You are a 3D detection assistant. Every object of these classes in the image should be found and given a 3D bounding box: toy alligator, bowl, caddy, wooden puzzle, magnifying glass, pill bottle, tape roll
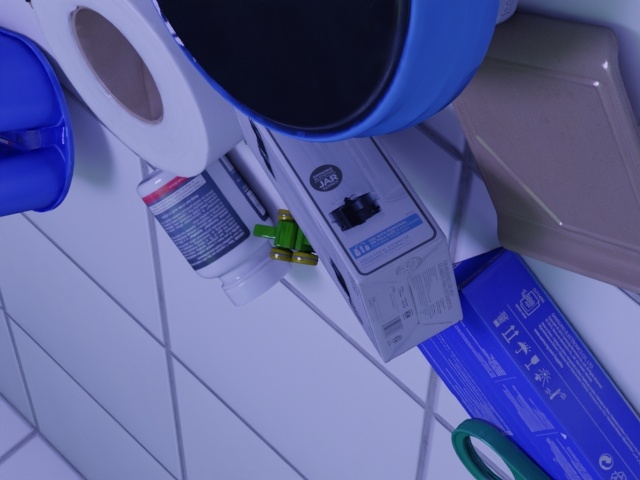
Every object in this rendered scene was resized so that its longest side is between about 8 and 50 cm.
[{"bbox_3d":[0.000,0.000,1.879,0.051,0.056,0.190,11,178,-40],"label":"toy alligator"},{"bbox_3d":[-0.029,-0.253,1.302,0.391,0.077,0.391,34,138,37],"label":"bowl"},{"bbox_3d":[-0.448,-0.161,2.299,0.341,0.179,0.241,25,122,46],"label":"caddy"},{"bbox_3d":[0.194,-0.079,1.410,0.221,0.044,0.238,20,138,51],"label":"wooden puzzle"},{"bbox_3d":[0.215,0.244,1.686,0.231,0.026,0.092,31,150,42],"label":"magnifying glass"},{"bbox_3d":[-0.118,-0.019,1.981,0.180,0.108,0.108,55,157,-9],"label":"pill bottle"},{"bbox_3d":[-0.179,-0.209,1.818,0.286,0.100,0.286,41,156,23],"label":"tape roll"}]

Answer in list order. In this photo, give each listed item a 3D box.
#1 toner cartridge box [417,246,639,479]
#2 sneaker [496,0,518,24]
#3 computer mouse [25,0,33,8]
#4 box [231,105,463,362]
[{"bbox_3d":[0.225,0.172,1.684,0.348,0.075,0.165,53,158,-6],"label":"toner cartridge box"},{"bbox_3d":[0.043,-0.202,1.403,0.258,0.091,0.094,3,106,54],"label":"sneaker"},{"bbox_3d":[-0.393,-0.366,2.050,0.071,0.041,0.242,11,136,56],"label":"computer mouse"},{"bbox_3d":[0.015,-0.050,1.584,0.290,0.087,0.169,57,173,31],"label":"box"}]
